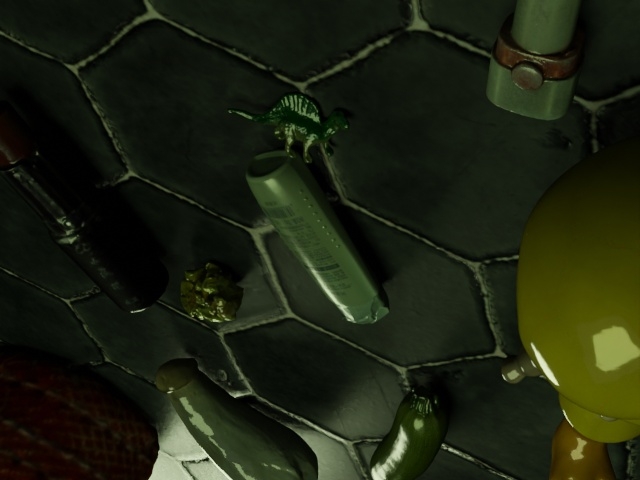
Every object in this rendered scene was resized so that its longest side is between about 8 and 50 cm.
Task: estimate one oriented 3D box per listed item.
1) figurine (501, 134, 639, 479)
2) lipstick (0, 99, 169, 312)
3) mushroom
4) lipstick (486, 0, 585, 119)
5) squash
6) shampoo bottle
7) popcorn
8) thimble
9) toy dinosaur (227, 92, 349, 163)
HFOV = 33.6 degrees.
[{"bbox_3d":[0.242,0.071,0.817,0.187,0.215,0.344,20,148,19],"label":"figurine"},{"bbox_3d":[-0.273,-0.035,1.169,0.081,0.081,0.300,-1,138,38],"label":"lipstick"},{"bbox_3d":[-0.124,0.265,1.460,0.270,0.103,0.118,39,146,-7],"label":"mushroom"},{"bbox_3d":[0.152,-0.166,0.701,0.063,0.057,0.186,18,144,15],"label":"lipstick"},{"bbox_3d":[0.111,0.243,1.287,0.069,0.069,0.258,25,148,5],"label":"squash"},{"bbox_3d":[0.000,0.000,1.046,0.072,0.049,0.212,-5,134,35],"label":"shampoo bottle"},{"bbox_3d":[-0.128,0.063,1.220,0.083,0.059,0.068,25,148,21],"label":"popcorn"},{"bbox_3d":[-0.449,0.352,1.701,0.350,0.231,0.350,20,149,13],"label":"thimble"},{"bbox_3d":[-0.027,-0.108,0.946,0.119,0.029,0.060,23,132,17],"label":"toy dinosaur"}]
